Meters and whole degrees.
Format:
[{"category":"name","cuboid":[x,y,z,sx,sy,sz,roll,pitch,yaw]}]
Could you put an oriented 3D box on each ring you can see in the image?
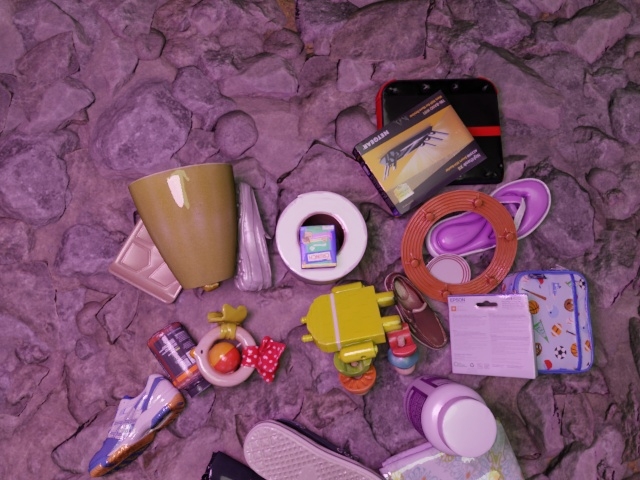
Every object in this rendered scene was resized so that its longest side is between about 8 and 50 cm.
[{"category":"ring","cuboid":[0.397,0.024,1.293,0.336,0.032,0.337,-1,105,-4]}]

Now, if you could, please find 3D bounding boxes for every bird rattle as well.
[{"category":"bird rattle","cuboid":[-0.232,0.302,1.237,0.207,0.143,0.254,-41,94,-26]}]

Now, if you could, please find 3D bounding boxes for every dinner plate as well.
[{"category":"dinner plate","cuboid":[0.369,0.104,1.337,0.141,0.017,0.141,-1,106,-2]}]

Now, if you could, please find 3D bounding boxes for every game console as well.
[{"category":"game console","cuboid":[0.370,-0.337,1.418,0.386,0.060,0.342,-2,86,-2]}]

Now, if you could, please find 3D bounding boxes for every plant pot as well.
[{"category":"plant pot","cuboid":[-0.333,-0.028,1.218,0.274,0.275,0.294,-14,92,-5]}]

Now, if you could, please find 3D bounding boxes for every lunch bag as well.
[{"category":"lunch bag","cuboid":[0.653,0.222,1.303,0.243,0.115,0.304,2,81,-4]}]

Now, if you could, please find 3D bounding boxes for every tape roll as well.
[{"category":"tape roll","cuboid":[0.000,0.000,1.281,0.246,0.169,0.246,0,80,-2]}]

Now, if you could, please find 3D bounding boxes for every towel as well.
[{"category":"towel","cuboid":[0.374,0.697,1.221,0.374,0.090,0.321,-19,82,-6]}]

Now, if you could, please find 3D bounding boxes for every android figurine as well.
[{"category":"android figurine","cuboid":[0.078,0.215,1.242,0.272,0.056,0.248,-14,44,4]}]

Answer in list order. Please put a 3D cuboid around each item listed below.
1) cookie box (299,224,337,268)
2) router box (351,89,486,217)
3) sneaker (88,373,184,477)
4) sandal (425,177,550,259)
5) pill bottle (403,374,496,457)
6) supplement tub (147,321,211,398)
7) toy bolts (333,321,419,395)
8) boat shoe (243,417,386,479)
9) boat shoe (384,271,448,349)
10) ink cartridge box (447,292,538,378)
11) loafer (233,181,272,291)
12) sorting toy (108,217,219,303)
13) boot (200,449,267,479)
[{"category":"cookie box","cuboid":[-0.007,0.018,1.171,0.091,0.040,0.107,-3,81,-4]},{"category":"router box","cuboid":[0.286,-0.250,1.339,0.308,0.081,0.243,-34,88,-4]},{"category":"sneaker","cuboid":[-0.506,0.491,1.224,0.296,0.112,0.131,-43,67,-10]},{"category":"sandal","cuboid":[0.513,-0.055,1.344,0.416,0.102,0.169,-28,83,-5]},{"category":"pill bottle","cuboid":[0.323,0.441,1.153,0.169,0.301,0.169,0,81,-2]},{"category":"supplement tub","cuboid":[-0.376,0.328,1.242,0.106,0.106,0.198,-36,84,-8]},{"category":"toy bolts","cuboid":[0.158,0.314,1.280,0.228,0.159,0.218,-12,41,5]},{"category":"boat shoe","cuboid":[0.030,0.623,1.178,0.500,0.156,0.187,31,86,8]},{"category":"boat shoe","cuboid":[0.272,0.203,1.295,0.095,0.095,0.257,-38,84,-8]},{"category":"ink cartridge box","cuboid":[0.470,0.258,1.257,0.223,0.045,0.224,-5,84,34]},{"category":"loafer","cuboid":[-0.201,-0.011,1.317,0.111,0.112,0.320,2,77,-38]},{"category":"sorting toy","cuboid":[-0.422,0.062,1.322,0.307,0.041,0.229,28,76,2]},{"category":"boot","cuboid":[-0.238,0.702,1.188,0.207,0.094,0.247,21,73,-2]}]
